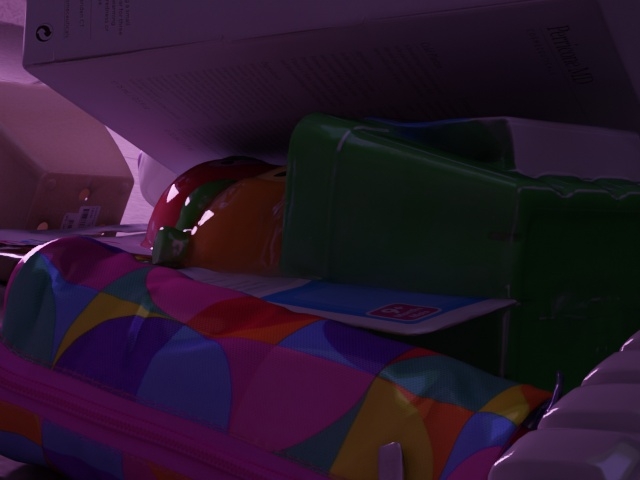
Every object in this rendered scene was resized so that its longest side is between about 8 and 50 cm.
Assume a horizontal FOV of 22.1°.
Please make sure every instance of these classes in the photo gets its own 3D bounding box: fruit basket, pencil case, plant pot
[{"bbox_3d":[0.000,0.000,0.849,0.353,0.165,0.327,15,9,37],"label":"fruit basket"},{"bbox_3d":[-0.017,0.070,0.600,0.236,0.104,0.104,16,10,31],"label":"pencil case"},{"bbox_3d":[-0.178,-0.028,0.992,0.096,0.109,0.109,34,21,37],"label":"plant pot"}]

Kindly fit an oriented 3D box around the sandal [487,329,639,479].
[{"bbox_3d":[0.143,0.085,0.457,0.416,0.102,0.169,-28,24,-33],"label":"sandal"}]

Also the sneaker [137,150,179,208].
[{"bbox_3d":[-0.005,-0.055,1.314,0.305,0.114,0.152,3,11,-44],"label":"sneaker"}]

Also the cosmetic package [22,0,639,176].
[{"bbox_3d":[0.045,-0.094,0.935,0.284,0.097,0.377,-3,-14,17],"label":"cosmetic package"}]
